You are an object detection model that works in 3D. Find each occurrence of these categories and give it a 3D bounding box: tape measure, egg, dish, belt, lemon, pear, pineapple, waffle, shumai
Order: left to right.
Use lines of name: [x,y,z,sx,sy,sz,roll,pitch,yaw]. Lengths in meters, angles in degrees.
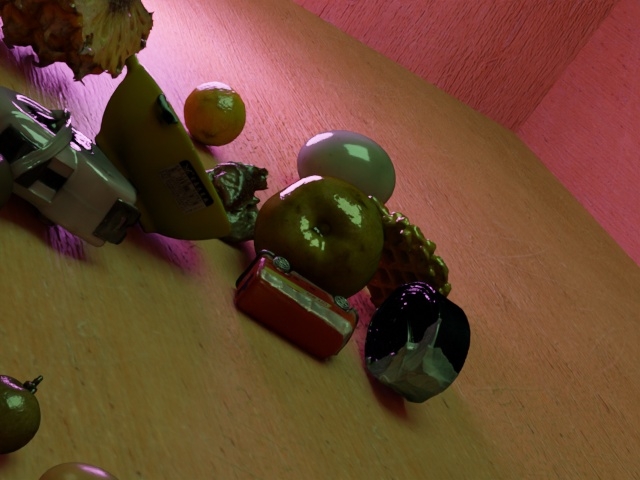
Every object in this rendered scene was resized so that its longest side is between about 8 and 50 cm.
pineapple: [-0.455,-0.355,1.947,0.286,0.209,0.344,11,-16,17]
tape measure: [-0.345,-0.104,1.511,0.197,0.120,0.236,33,8,-41]
egg: [-0.195,0.224,1.020,0.080,0.080,0.096,18,18,-47]
dish: [-0.224,-0.099,1.642,0.221,0.108,0.262,51,-13,45]
lemon: [-0.182,-0.218,2.132,0.109,0.109,0.133,28,25,-26]
shumai: [-0.146,-0.065,1.855,0.139,0.105,0.123,12,21,5]
pear: [0.000,0.000,1.788,0.200,0.200,0.200,33,18,-12]
egg: [0.047,-0.124,2.261,0.192,0.149,0.149,21,22,-20]
waffle: [0.126,0.046,1.904,0.059,0.237,0.243,-31,62,-24]
belt: [0.133,0.144,1.741,0.078,0.151,0.198,37,15,-24]

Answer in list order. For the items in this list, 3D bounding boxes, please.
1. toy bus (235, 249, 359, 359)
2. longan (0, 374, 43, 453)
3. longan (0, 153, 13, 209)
toy bus: [-0.031,0.095,1.681,0.174,0.079,0.077,34,26,-11]
longan: [-0.272,0.146,1.072,0.075,0.083,0.075,41,-21,19]
longan: [-0.396,-0.067,1.365,0.113,0.092,0.113,2,33,-2]
